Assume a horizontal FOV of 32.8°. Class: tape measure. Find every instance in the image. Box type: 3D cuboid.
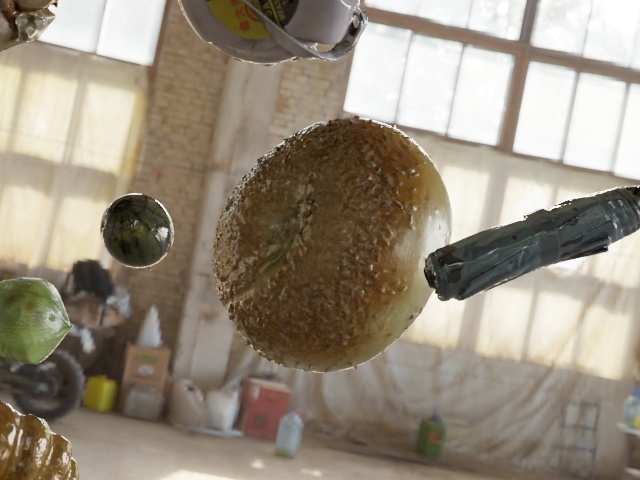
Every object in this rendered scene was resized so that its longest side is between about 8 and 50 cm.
[{"bbox_3d":[-0.065,-0.295,1.197,0.197,0.236,0.120,-13,24,21],"label":"tape measure"}]

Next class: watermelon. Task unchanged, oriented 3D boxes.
[{"bbox_3d":[-0.265,-0.004,1.589,0.105,0.133,0.105,-8,37,6],"label":"watermelon"}]

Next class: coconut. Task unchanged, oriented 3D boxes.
[{"bbox_3d":[-0.299,0.082,1.108,0.096,0.088,0.088,4,-3,9],"label":"coconut"}]

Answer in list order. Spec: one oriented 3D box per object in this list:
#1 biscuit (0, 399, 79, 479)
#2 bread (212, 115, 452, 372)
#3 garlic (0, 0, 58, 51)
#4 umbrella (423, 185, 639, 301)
[{"bbox_3d":[-0.470,0.311,1.361,0.325,0.326,0.107,12,40,-15],"label":"biscuit"},{"bbox_3d":[0.000,0.000,1.223,0.305,0.305,0.159,9,-9,40],"label":"bread"},{"bbox_3d":[-0.513,-0.376,1.548,0.279,0.132,0.325,-29,-21,-6],"label":"garlic"},{"bbox_3d":[0.208,-0.005,0.920,0.250,0.053,0.052,-18,17,-4],"label":"umbrella"}]
